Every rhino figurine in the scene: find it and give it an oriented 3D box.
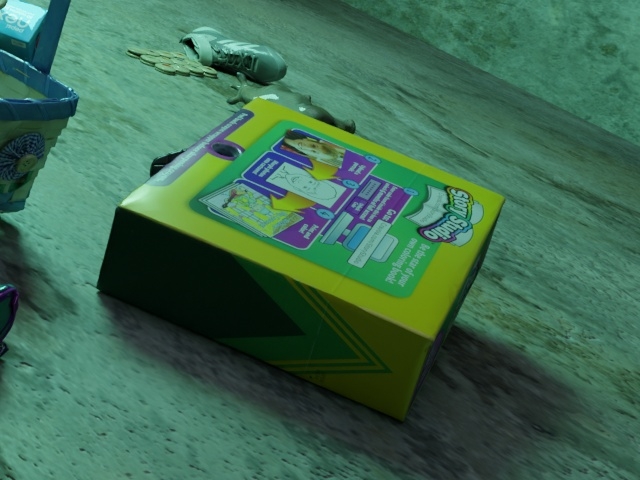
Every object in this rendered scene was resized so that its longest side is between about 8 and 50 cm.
[{"bbox_3d":[-0.064,-0.211,1.945,0.243,0.073,0.106,31,18,37],"label":"rhino figurine"}]

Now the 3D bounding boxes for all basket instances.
[{"bbox_3d":[-0.345,-0.167,1.143,0.201,0.289,0.254,24,20,32],"label":"basket"}]

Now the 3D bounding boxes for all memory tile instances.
[{"bbox_3d":[-0.261,-0.315,2.145,0.113,0.012,0.148,30,21,31],"label":"memory tile"}]

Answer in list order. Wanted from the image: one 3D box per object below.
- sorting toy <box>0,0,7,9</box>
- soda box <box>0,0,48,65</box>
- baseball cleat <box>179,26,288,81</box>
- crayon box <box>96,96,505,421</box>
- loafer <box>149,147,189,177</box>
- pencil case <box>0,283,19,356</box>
[{"bbox_3d":[-0.563,-0.345,1.663,0.208,0.038,0.193,-22,41,-36],"label":"sorting toy"},{"bbox_3d":[-0.508,-0.329,1.789,0.210,0.067,0.071,21,58,2],"label":"soda box"},{"bbox_3d":[-0.166,-0.332,2.237,0.205,0.072,0.109,22,31,23],"label":"baseball cleat"},{"bbox_3d":[0.000,0.000,1.242,0.313,0.106,0.363,24,28,9],"label":"crayon box"},{"bbox_3d":[-0.136,-0.078,1.516,0.170,0.062,0.061,2,-15,-28],"label":"loafer"},{"bbox_3d":[-0.307,0.035,0.954,0.151,0.065,0.070,27,35,21],"label":"pencil case"}]
